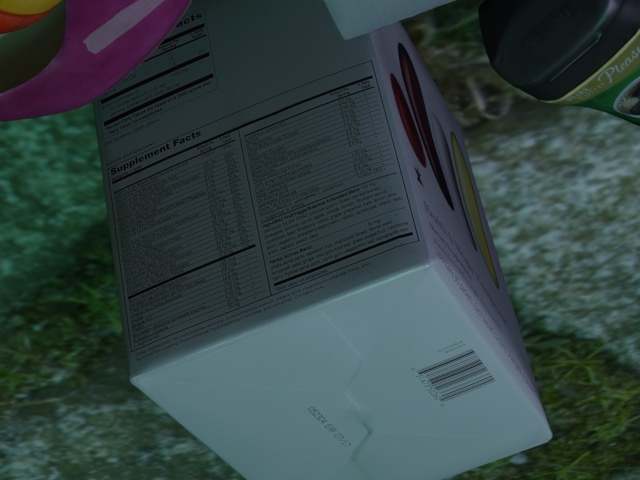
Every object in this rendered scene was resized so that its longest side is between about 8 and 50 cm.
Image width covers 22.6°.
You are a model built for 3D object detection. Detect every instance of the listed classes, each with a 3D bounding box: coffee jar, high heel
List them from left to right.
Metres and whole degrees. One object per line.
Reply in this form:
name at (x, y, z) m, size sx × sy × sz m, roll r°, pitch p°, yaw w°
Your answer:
high heel at (-0.172, -0.095, 0.712) m, size 0.244 × 0.082 × 0.117 m, roll -15°, pitch 170°, yaw 25°
coffee jar at (0.174, -0.102, 0.819) m, size 0.184 × 0.079 × 0.096 m, roll 15°, pitch 140°, yaw -34°

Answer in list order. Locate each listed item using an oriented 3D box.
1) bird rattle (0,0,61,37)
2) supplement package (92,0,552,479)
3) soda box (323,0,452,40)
bird rattle at (-0.144, -0.102, 0.593) m, size 0.253 × 0.143 × 0.207 m, roll -50°, pitch 165°, yaw 31°
supplement package at (0.000, 0.000, 0.804) m, size 0.149 × 0.203 × 0.194 m, roll -21°, pitch 144°, yaw 12°
soda box at (-0.002, -0.207, 0.607) m, size 0.091 × 0.098 × 0.286 m, roll -19°, pitch 145°, yaw 10°
